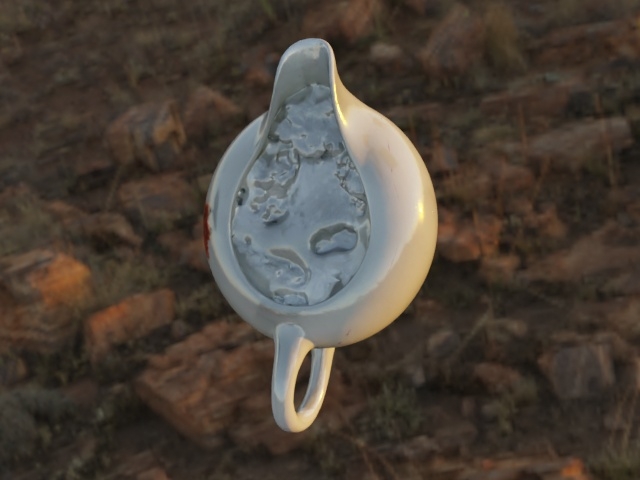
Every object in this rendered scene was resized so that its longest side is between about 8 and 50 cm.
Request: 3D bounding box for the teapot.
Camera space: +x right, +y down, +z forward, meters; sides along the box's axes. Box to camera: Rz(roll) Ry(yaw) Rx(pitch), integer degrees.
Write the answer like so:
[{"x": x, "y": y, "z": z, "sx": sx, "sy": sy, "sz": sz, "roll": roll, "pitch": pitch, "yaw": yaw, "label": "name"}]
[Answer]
[{"x": 0.000, "y": 0.000, "z": 0.712, "sx": 0.145, "sy": 0.226, "sz": 0.092, "roll": 3, "pitch": 0, "yaw": 27, "label": "teapot"}]
